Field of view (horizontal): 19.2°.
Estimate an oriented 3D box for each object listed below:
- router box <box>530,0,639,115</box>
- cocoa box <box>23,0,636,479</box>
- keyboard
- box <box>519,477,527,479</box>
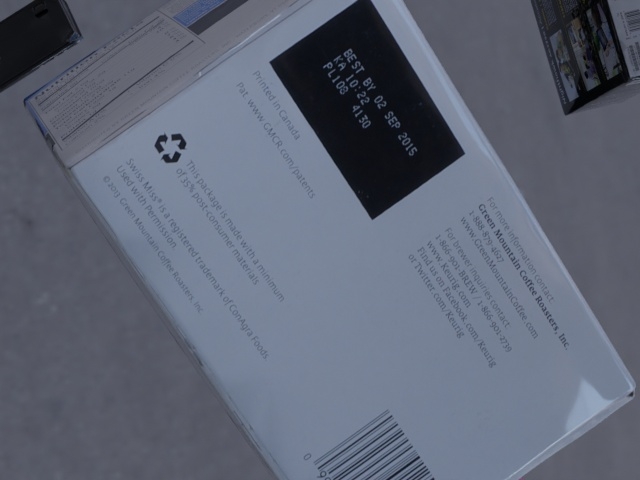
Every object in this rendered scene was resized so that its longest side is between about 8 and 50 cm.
[{"bbox_3d":[0.168,-0.178,1.193,0.133,0.046,0.179,151,-76,-78],"label":"router box"},{"bbox_3d":[0.000,0.000,1.249,0.347,0.231,0.228,57,-5,-20],"label":"cocoa box"},{"bbox_3d":[-0.287,-0.147,1.593,0.023,0.180,0.108,57,2,-45],"label":"keyboard"},{"bbox_3d":[0.106,0.282,1.545,0.117,0.243,0.213,-55,157,-36],"label":"box"}]
